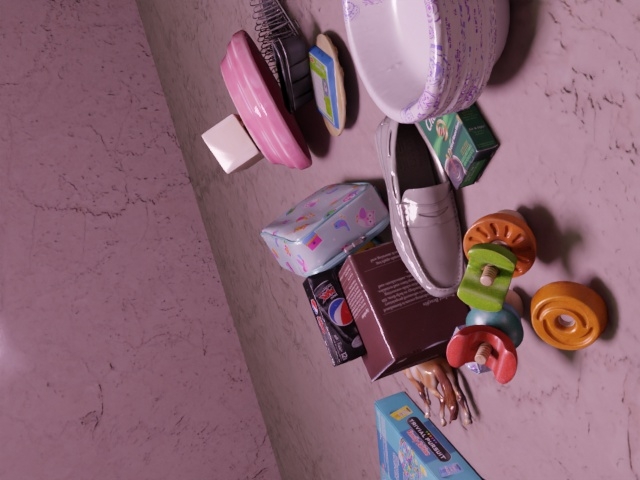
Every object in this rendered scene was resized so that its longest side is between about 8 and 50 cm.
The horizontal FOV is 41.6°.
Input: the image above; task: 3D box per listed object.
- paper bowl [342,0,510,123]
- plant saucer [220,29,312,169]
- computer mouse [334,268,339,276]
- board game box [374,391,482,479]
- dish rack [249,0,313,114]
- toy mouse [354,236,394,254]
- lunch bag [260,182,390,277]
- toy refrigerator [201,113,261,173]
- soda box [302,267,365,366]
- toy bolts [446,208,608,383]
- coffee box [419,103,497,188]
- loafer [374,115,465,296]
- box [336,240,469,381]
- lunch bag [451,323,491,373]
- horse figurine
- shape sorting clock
[{"bbox_3d":[0.149,-0.313,1.153,0.284,0.148,0.284,162,90,-72],"label":"paper bowl"},{"bbox_3d":[-0.126,-0.298,1.860,0.332,0.084,0.332,62,-174,-12],"label":"plant saucer"},{"bbox_3d":[0.000,0.000,2.060,0.071,0.041,0.242,94,159,-51],"label":"computer mouse"},{"bbox_3d":[0.231,0.518,1.772,0.336,0.079,0.254,-136,33,-55],"label":"board game box"},{"bbox_3d":[-0.095,-0.434,1.816,0.208,0.074,0.271,82,164,-60],"label":"dish rack"},{"bbox_3d":[0.069,0.022,1.732,0.143,0.161,0.031,-163,49,-88],"label":"toy mouse"},{"bbox_3d":[0.014,-0.029,1.696,0.108,0.224,0.279,60,165,-15],"label":"lunch bag"},{"bbox_3d":[-0.179,-0.223,1.914,0.102,0.094,0.269,56,-172,-3],"label":"toy refrigerator"},{"bbox_3d":[0.023,0.141,1.537,0.060,0.053,0.169,126,124,-71],"label":"soda box"},{"bbox_3d":[0.292,0.083,1.201,0.218,0.158,0.228,23,130,13],"label":"toy bolts"},{"bbox_3d":[0.198,-0.183,1.296,0.113,0.040,0.184,109,140,-61],"label":"coffee box"},{"bbox_3d":[0.166,-0.064,1.387,0.111,0.112,0.319,127,125,-78],"label":"loafer"},{"bbox_3d":[0.144,0.118,1.521,0.167,0.168,0.203,116,134,-65],"label":"box"},{"bbox_3d":[0.266,0.174,1.373,0.053,0.071,0.083,103,147,-50],"label":"lunch bag"},{"bbox_3d":[0.209,0.272,1.640,0.174,0.066,0.263,69,165,-8],"label":"horse figurine"},{"bbox_3d":[0.019,-0.313,1.698,0.206,0.040,0.206,165,90,-81],"label":"shape sorting clock"}]
